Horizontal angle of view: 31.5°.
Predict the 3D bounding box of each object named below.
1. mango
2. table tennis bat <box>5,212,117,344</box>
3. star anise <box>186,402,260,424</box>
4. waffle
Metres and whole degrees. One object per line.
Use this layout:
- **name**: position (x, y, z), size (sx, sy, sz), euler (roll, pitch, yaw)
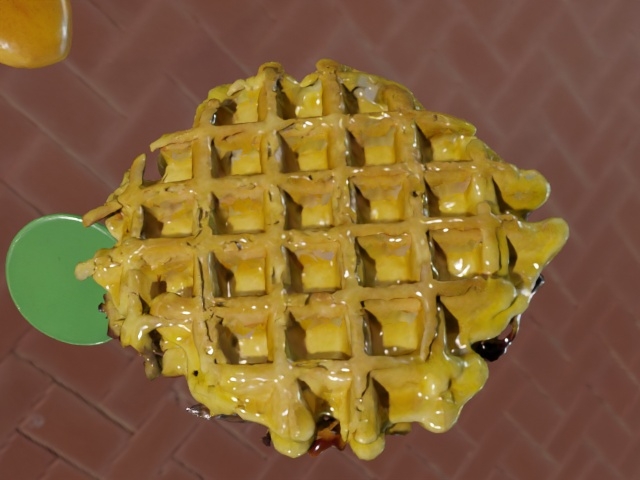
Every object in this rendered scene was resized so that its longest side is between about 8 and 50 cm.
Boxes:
- **mango**: position (-0.394, -0.309, 1.346), size (0.154, 0.126, 0.252), euler (-47, 110, -15)
- **table tennis bat**: position (-0.245, 0.065, 1.315), size (0.257, 0.039, 0.160), euler (26, 113, 1)
- **star anise**: position (-0.032, 0.174, 1.348), size (0.272, 0.272, 0.102), euler (-28, 95, -26)
- **waffle**: position (0.000, 0.000, 1.003), size (0.379, 0.382, 0.095), euler (-49, 159, -24)
